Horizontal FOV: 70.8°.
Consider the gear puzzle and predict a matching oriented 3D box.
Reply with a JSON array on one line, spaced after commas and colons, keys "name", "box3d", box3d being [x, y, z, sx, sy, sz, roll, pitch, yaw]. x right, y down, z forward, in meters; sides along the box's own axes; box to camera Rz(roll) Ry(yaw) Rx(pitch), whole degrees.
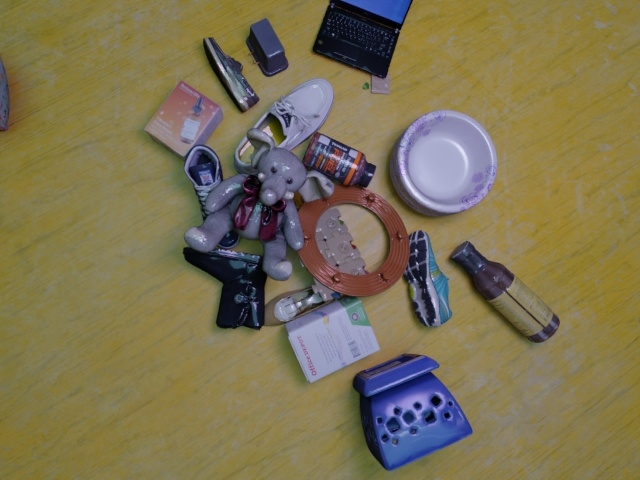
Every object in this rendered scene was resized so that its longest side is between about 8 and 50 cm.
[{"name": "gear puzzle", "box3d": [0.000, 0.000, 1.241, 0.175, 0.044, 0.339, -19, 73, -23]}]

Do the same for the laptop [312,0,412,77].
[{"name": "laptop", "box3d": [0.132, -0.648, 1.291, 0.234, 0.136, 0.265, 19, 77, -4]}]

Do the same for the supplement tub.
[{"name": "supplement tub", "box3d": [0.055, -0.219, 1.264, 0.197, 0.106, 0.106, 23, 83, -4]}]

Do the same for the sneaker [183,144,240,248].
[{"name": "sneaker", "box3d": [-0.286, -0.116, 1.192, 0.099, 0.153, 0.283, -16, 87, -7]}]

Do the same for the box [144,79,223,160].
[{"name": "box", "box3d": [-0.369, -0.321, 1.231, 0.130, 0.091, 0.171, 33, 83, -3]}]

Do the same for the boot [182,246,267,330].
[{"name": "boot", "box3d": [-0.259, 0.129, 1.203, 0.246, 0.094, 0.207, 9, 83, -6]}]

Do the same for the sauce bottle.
[{"name": "sauce bottle", "box3d": [0.522, 0.140, 1.285, 0.344, 0.111, 0.111, 45, 82, -2]}]

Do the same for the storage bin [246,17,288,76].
[{"name": "storage bin", "box3d": [-0.156, -0.550, 1.275, 0.098, 0.091, 0.135, -29, 88, -8]}]

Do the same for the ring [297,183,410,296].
[{"name": "ring", "box3d": [0.094, -0.011, 1.230, 0.336, 0.032, 0.337, 6, 65, -13]}]

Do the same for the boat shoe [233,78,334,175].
[{"name": "boat shoe", "box3d": [-0.099, -0.327, 1.229, 0.367, 0.156, 0.136, -42, 91, -8]}]

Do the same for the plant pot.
[{"name": "plant pot", "box3d": [0.214, 0.424, 1.171, 0.235, 0.236, 0.212, -19, 81, -8]}]

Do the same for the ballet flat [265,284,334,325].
[{"name": "ballet flat", "box3d": [-0.058, 0.169, 1.235, 0.232, 0.073, 0.080, -25, 90, -8]}]

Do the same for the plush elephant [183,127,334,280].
[{"name": "plush elephant", "box3d": [-0.124, -0.108, 1.091, 0.271, 0.255, 0.330, 27, 48, -9]}]

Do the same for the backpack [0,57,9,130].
[{"name": "backpack", "box3d": [-0.890, -0.396, 1.116, 0.191, 0.225, 0.254, -11, 81, -29]}]

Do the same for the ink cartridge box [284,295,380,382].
[{"name": "ink cartridge box", "box3d": [0.029, 0.261, 1.214, 0.212, 0.093, 0.154, -24, 102, -9]}]

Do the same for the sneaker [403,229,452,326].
[{"name": "sneaker", "box3d": [0.306, 0.107, 1.284, 0.109, 0.107, 0.276, -5, 82, -35]}]

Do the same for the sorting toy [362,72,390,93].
[{"name": "sorting toy", "box3d": [0.167, -0.470, 1.344, 0.083, 0.012, 0.062, 1, 90, -10]}]

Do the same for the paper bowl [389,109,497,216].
[{"name": "paper bowl", "box3d": [0.336, -0.209, 1.274, 0.284, 0.148, 0.285, 1, 84, -6]}]

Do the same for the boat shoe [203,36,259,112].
[{"name": "boat shoe", "box3d": [-0.250, -0.472, 1.268, 0.073, 0.080, 0.224, -31, 95, -13]}]
